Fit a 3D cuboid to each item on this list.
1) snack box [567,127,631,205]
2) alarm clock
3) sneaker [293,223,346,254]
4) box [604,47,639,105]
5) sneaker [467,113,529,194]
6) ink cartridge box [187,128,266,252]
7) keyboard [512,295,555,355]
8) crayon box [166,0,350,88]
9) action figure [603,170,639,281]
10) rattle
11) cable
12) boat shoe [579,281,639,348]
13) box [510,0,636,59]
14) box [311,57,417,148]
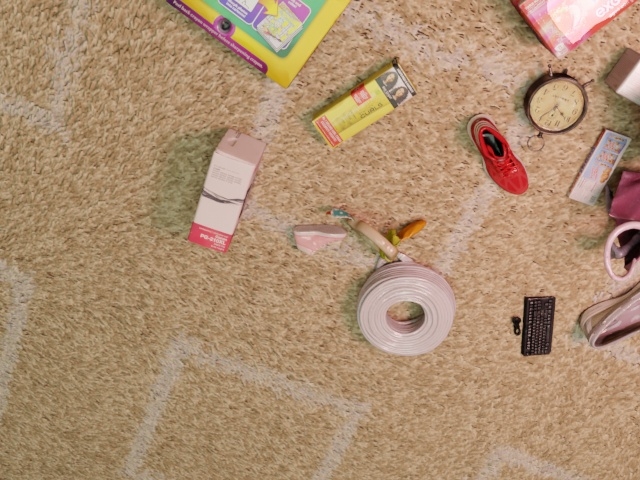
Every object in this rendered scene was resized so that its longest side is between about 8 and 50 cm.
[{"bbox_3d":[0.645,-0.169,1.565,0.064,0.022,0.178,19,117,-4],"label":"snack box"},{"bbox_3d":[0.510,-0.286,1.495,0.130,0.064,0.191,18,114,-4],"label":"alarm clock"},{"bbox_3d":[0.000,0.000,1.690,0.135,0.051,0.070,1,118,8],"label":"sneaker"},{"bbox_3d":[0.681,-0.341,1.432,0.101,0.102,0.087,26,118,-7],"label":"box"},{"bbox_3d":[0.406,-0.174,1.524,0.087,0.128,0.221,-36,108,20],"label":"sneaker"},{"bbox_3d":[-0.217,-0.119,1.580,0.100,0.172,0.237,20,116,-5],"label":"ink cartridge box"},{"bbox_3d":[0.557,0.227,1.771,0.108,0.023,0.180,-2,115,6],"label":"keyboard"},{"bbox_3d":[-0.123,-0.552,1.394,0.363,0.106,0.313,35,113,-13],"label":"crayon box"},{"bbox_3d":[0.808,-0.065,1.446,0.371,0.276,0.247,-2,111,29],"label":"action figure"},{"bbox_3d":[0.133,-0.054,1.643,0.200,0.130,0.142,43,103,13],"label":"rattle"},{"bbox_3d":[0.221,0.179,1.737,0.257,0.089,0.257,25,116,-8],"label":"cable"},{"bbox_3d":[0.808,0.170,1.675,0.321,0.103,0.118,-28,111,17],"label":"boat shoe"},{"bbox_3d":[0.542,-0.519,1.328,0.300,0.154,0.142,-37,108,22],"label":"box"},{"bbox_3d":[0.098,-0.308,1.522,0.232,0.058,0.087,-30,111,18],"label":"box"}]
